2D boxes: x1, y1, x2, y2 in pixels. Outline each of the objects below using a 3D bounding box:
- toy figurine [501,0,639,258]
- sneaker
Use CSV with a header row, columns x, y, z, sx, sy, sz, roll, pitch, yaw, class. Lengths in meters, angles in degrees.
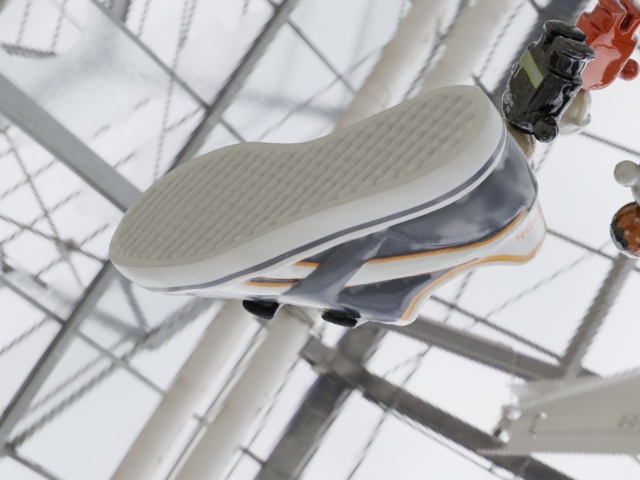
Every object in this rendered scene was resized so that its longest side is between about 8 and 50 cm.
x,y,z,sx,sy,sz,roll,pitch,yaw,class
0.259,-0.095,1.065,0.213,0.209,0.148,-37,158,-53,toy figurine
0.000,0.000,0.844,0.321,0.127,0.126,-11,-136,36,sneaker
